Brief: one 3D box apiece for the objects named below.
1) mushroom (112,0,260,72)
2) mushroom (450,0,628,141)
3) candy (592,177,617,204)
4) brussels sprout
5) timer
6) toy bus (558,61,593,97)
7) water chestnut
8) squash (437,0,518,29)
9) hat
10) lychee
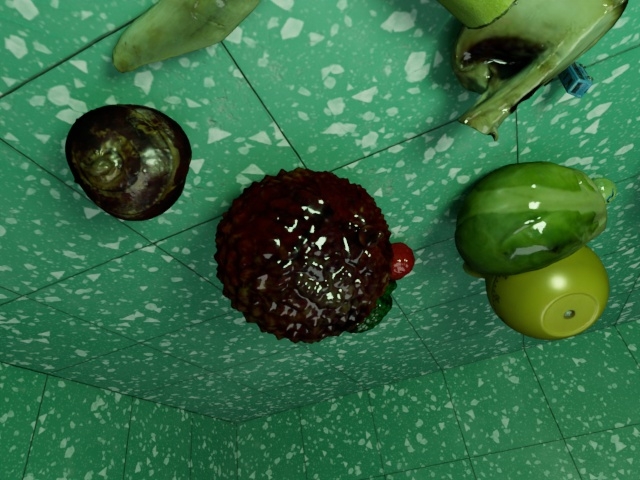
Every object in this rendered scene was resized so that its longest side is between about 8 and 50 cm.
[{"bbox_3d":[-0.196,-0.359,0.658,0.333,0.087,0.107,-26,138,27],"label":"mushroom"},{"bbox_3d":[0.372,-0.352,0.781,0.217,0.212,0.291,-37,161,-53],"label":"mushroom"},{"bbox_3d":[0.723,-0.087,1.282,0.336,0.092,0.093,-33,176,40],"label":"candy"},{"bbox_3d":[0.540,-0.051,1.101,0.372,0.275,0.315,-23,146,17],"label":"brussels sprout"},{"bbox_3d":[0.688,0.118,1.330,0.377,0.386,0.375,-2,116,-3],"label":"timer"},{"bbox_3d":[0.527,-0.337,0.863,0.046,0.083,0.038,11,142,-8],"label":"toy bus"},{"bbox_3d":[-0.359,-0.154,0.813,0.224,0.223,0.238,-5,-179,-7],"label":"water chestnut"},{"bbox_3d":[0.186,-0.435,0.607,0.247,0.132,0.132,20,135,-32],"label":"squash"},{"bbox_3d":[0.154,0.124,1.345,0.332,0.242,0.274,-49,157,12],"label":"hat"},{"bbox_3d":[-0.025,0.028,0.974,0.425,0.424,0.500,21,156,-36],"label":"lychee"}]
